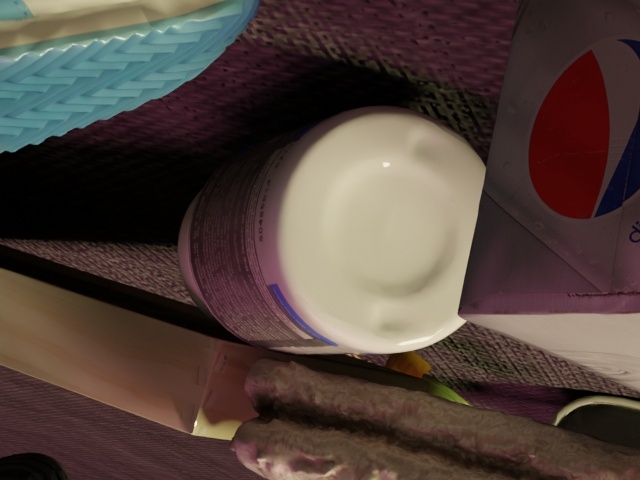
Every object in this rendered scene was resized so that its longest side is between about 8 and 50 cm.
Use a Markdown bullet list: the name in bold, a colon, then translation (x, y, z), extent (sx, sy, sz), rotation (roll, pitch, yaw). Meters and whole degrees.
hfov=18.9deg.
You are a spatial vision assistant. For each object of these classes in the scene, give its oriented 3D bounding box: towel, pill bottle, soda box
- **towel**: translation (0.119, 0.106, 0.675), extent (0.282, 0.049, 0.187), rotation (11, 170, 28)
- **pill bottle**: translation (0.000, 0.000, 0.649), extent (0.078, 0.078, 0.137), rotation (16, 172, -18)
- **soda box**: translation (0.169, 0.015, 0.545), extent (0.286, 0.098, 0.091), rotation (22, 163, -41)

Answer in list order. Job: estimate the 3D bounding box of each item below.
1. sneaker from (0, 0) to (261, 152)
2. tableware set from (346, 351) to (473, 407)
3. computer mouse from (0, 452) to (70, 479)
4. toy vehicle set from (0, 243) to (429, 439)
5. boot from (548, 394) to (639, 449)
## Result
- **sneaker**: translation (-0.128, -0.068, 0.486), extent (0.229, 0.092, 0.087), rotation (-6, 168, -13)
- **tableware set**: translation (0.078, 0.099, 1.045), extent (0.104, 0.024, 0.154), rotation (31, 169, 43)
- **computer mouse**: translation (-0.152, 0.016, 0.715), extent (0.106, 0.193, 0.042), rotation (2, -160, 41)
- **toy vehicle set**: translation (-0.106, 0.034, 0.817), extent (0.267, 0.035, 0.166), rotation (16, 180, 33)
- **boot**: translation (0.254, 0.155, 1.080), extent (0.244, 0.088, 0.176), rotation (15, 169, 20)
